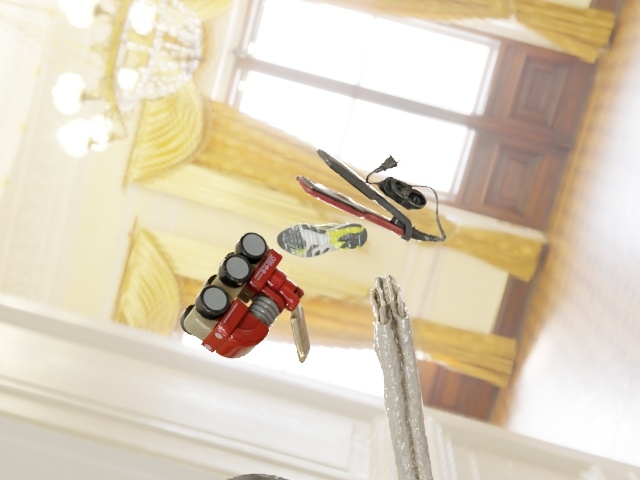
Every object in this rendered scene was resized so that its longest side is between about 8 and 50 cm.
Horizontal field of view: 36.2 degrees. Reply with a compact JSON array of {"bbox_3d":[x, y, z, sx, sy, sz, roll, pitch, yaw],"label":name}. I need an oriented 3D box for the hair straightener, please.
[{"bbox_3d":[0.081,-0.057,1.198,0.089,0.230,0.047,-55,33,12],"label":"hair straightener"}]

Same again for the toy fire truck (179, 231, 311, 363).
[{"bbox_3d":[-0.110,0.145,1.810,0.217,0.246,0.158,-57,6,-37],"label":"toy fire truck"}]

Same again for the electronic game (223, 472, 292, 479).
[{"bbox_3d":[-0.070,0.397,1.197,0.048,0.229,0.229,120,169,-52],"label":"electronic game"}]

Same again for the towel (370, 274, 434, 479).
[{"bbox_3d":[0.101,0.196,1.242,0.187,0.049,0.282,-88,-11,-77],"label":"towel"}]

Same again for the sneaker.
[{"bbox_3d":[0.000,0.000,0.896,0.035,0.083,0.031,178,91,-77],"label":"sneaker"}]
